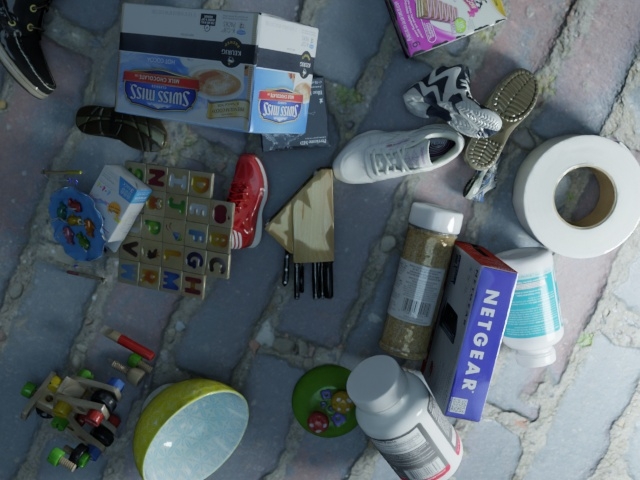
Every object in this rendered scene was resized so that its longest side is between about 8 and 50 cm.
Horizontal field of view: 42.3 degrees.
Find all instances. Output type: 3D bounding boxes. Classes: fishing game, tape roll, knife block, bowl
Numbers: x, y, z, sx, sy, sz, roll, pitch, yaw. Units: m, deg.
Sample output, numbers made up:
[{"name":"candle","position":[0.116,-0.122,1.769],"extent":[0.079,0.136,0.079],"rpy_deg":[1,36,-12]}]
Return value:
[{"name":"fishing game","position":[-0.552,-0.030,1.852],"extent":[0.189,0.041,0.264],"rpy_deg":[9,114,33]},{"name":"tape roll","position":[0.595,-0.106,1.907],"extent":[0.286,0.100,0.286],"rpy_deg":[0,99,-2]},{"name":"knife block","position":[0.000,0.000,1.910],"extent":[0.242,0.088,0.275],"rpy_deg":[43,95,-9]},{"name":"bowl","position":[-0.326,0.422,1.917],"extent":[0.156,0.289,0.289],"rpy_deg":[36,99,36]}]

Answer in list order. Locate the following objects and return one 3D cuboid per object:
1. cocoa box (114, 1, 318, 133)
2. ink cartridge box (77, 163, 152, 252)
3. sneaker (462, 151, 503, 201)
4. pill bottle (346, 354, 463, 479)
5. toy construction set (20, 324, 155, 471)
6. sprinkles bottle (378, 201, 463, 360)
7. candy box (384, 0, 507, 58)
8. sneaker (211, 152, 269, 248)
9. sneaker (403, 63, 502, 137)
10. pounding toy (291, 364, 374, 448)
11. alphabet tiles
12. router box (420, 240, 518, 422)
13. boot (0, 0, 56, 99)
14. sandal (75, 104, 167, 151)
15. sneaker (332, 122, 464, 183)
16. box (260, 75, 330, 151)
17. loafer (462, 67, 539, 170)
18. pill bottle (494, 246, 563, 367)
[{"name":"cocoa box","position":[-0.216,-0.351,1.706],"extent":[0.347,0.231,0.227],"rpy_deg":[12,101,27]},{"name":"ink cartridge box","position":[-0.473,-0.069,1.865],"extent":[0.104,0.061,0.181],"rpy_deg":[38,107,15]},{"name":"sneaker","position":[0.388,-0.149,1.923],"extent":[0.058,0.052,0.135],"rpy_deg":[28,105,-16]},{"name":"pill bottle","position":[0.188,0.409,1.887],"extent":[0.176,0.176,0.318],"rpy_deg":[-32,123,3]},{"name":"toy construction set","position":[-0.557,0.337,1.898],"extent":[0.237,0.257,0.308],"rpy_deg":[29,77,6]},{"name":"sprinkles bottle","position":[0.230,0.093,1.916],"extent":[0.121,0.121,0.355],"rpy_deg":[13,99,-4]},{"name":"candy box","position":[0.276,-0.521,1.841],"extent":[0.233,0.071,0.159],"rpy_deg":[-22,99,1]},{"name":"sneaker","position":[-0.187,-0.083,1.859],"extent":[0.087,0.128,0.221],"rpy_deg":[5,101,34]},{"name":"sneaker","position":[0.318,-0.324,1.827],"extent":[0.153,0.235,0.094],"rpy_deg":[-52,140,-21]},{"name":"pounding toy","position":[0.049,0.406,1.967],"extent":[0.237,0.110,0.182],"rpy_deg":[18,98,-5]},{"name":"alphabet tiles","position":[-0.352,-0.025,1.862],"extent":[0.343,0.011,0.285],"rpy_deg":[10,99,20]},{"name":"router box","position":[0.323,0.190,1.845],"extent":[0.082,0.301,0.335],"rpy_deg":[12,98,-5]},{"name":"boot","position":[-0.591,-0.526,1.782],"extent":[0.284,0.138,0.377],"rpy_deg":[-25,94,2]},{"name":"sandal","position":[-0.445,-0.254,1.870],"extent":[0.219,0.060,0.090],"rpy_deg":[10,93,11]},{"name":"sneaker","position":[0.174,-0.199,1.851],"extent":[0.305,0.152,0.114],"rpy_deg":[-15,102,2]},{"name":"box","position":[-0.061,-0.285,1.858],"extent":[0.156,0.093,0.158],"rpy_deg":[-5,101,-1]},{"name":"loafer","position":[0.397,-0.276,1.880],"extent":[0.102,0.092,0.268],"rpy_deg":[37,80,-12]},{"name":"pill bottle","position":[0.482,0.156,1.923],"extent":[0.146,0.146,0.264],"rpy_deg":[-11,99,0]}]
